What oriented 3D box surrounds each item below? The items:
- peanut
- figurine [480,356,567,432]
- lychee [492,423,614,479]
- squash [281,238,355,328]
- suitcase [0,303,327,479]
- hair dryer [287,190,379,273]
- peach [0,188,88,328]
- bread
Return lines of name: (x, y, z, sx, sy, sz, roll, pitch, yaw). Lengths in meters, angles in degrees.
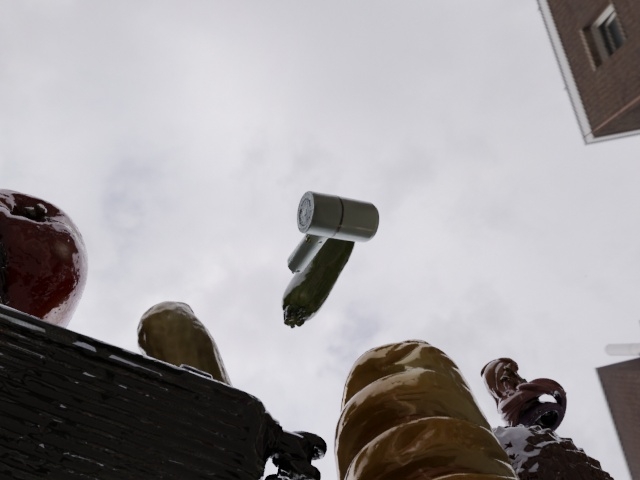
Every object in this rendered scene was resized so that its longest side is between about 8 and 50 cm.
peanut: (-0.220, 0.241, 0.868, 0.148, 0.147, 0.318, -26, -114, -8)
figurine: (0.343, 0.269, 0.932, 0.114, 0.126, 0.157, -17, -139, -37)
lychee: (0.270, 0.376, 0.658, 0.268, 0.267, 0.267, 1, -102, -3)
squash: (0.000, 0.049, 0.845, 0.069, 0.069, 0.258, 30, -134, 3)
suitcase: (-0.168, 0.154, 0.291, 0.312, 0.128, 0.202, 21, -138, -3)
hair dryer: (0.000, 0.000, 0.613, 0.082, 0.137, 0.047, 9, -128, -26)
peach: (-0.499, 0.084, 0.877, 0.258, 0.201, 0.361, 28, -68, 26)
bread: (0.077, 0.207, 0.396, 0.121, 0.311, 0.172, -7, -63, -5)
